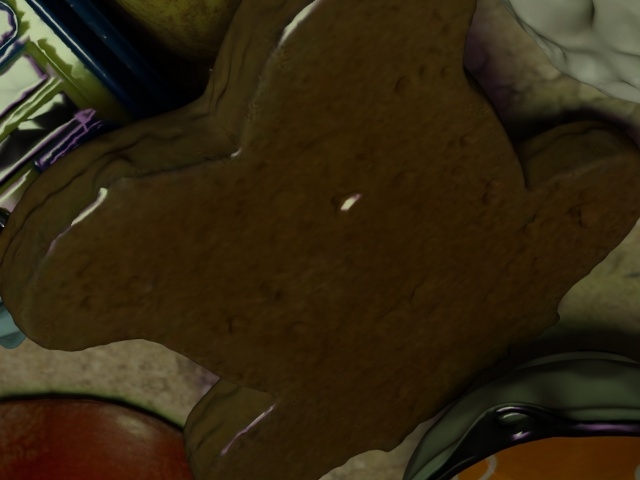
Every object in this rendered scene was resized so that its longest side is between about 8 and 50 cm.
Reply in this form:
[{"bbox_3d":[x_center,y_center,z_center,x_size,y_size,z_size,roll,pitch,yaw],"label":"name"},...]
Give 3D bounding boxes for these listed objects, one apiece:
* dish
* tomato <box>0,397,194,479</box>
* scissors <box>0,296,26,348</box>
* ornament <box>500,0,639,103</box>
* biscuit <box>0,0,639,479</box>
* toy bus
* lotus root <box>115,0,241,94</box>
[{"bbox_3d":[0.180,0.163,1.267,0.303,0.120,0.303,0,137,0],"label":"dish"},{"bbox_3d":[-0.201,0.277,1.368,0.309,0.170,0.309,4,121,6],"label":"tomato"},{"bbox_3d":[-0.251,-0.086,1.247,0.191,0.029,0.360,-21,114,13],"label":"scissors"},{"bbox_3d":[0.220,-0.222,0.947,0.337,0.337,0.337,3,120,5],"label":"ornament"},{"bbox_3d":[0.000,0.000,1.138,0.368,0.076,0.394,-40,141,10],"label":"biscuit"},{"bbox_3d":[-0.201,-0.089,1.154,0.175,0.138,0.287,-41,110,7],"label":"toy bus"},{"bbox_3d":[-0.090,-0.169,1.148,0.108,0.094,0.190,-6,131,37],"label":"lotus root"}]
